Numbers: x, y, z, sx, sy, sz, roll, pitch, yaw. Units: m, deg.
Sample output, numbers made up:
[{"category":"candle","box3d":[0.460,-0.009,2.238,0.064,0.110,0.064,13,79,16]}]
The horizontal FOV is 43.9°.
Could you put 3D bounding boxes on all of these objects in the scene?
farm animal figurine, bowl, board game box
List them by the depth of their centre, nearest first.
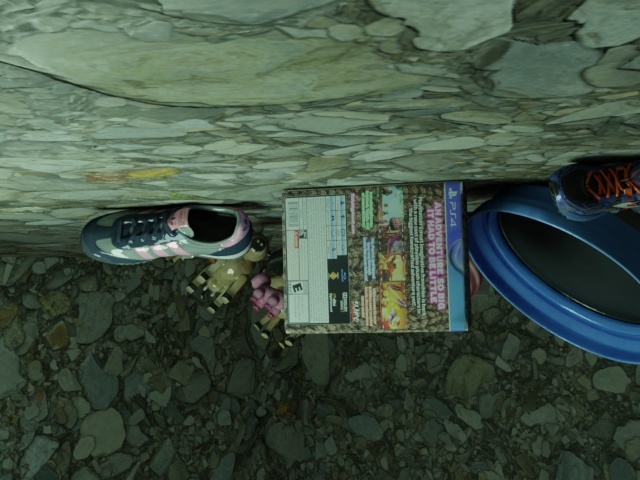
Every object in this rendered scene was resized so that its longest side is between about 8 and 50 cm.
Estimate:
[{"category":"board game box","box3d":[0.095,0.031,1.300,0.291,0.232,0.141,-2,177,13]},{"category":"bowl","box3d":[0.422,0.055,1.329,0.391,0.077,0.391,36,164,12]},{"category":"farm animal figurine","box3d":[-0.162,0.068,1.751,0.327,0.330,0.172,-7,-144,52]}]

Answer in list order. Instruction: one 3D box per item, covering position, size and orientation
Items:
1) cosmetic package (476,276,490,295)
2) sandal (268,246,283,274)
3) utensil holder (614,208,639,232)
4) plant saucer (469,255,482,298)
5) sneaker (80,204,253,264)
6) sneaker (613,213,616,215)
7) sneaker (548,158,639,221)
[{"category":"cosmetic package","box3d":[0.353,0.050,2.039,0.151,0.151,0.184,20,-173,29]},{"category":"sandal","box3d":[0.003,0.000,1.784,0.168,0.107,0.446,17,159,-13]},{"category":"utensil holder","box3d":[0.722,0.059,1.364,0.328,0.327,0.385,0,179,-25]},{"category":"plant saucer","box3d":[0.200,0.072,1.820,0.332,0.084,0.332,17,149,10]},{"category":"sneaker","box3d":[-0.283,-0.026,1.456,0.319,0.112,0.131,-4,160,-8]},{"category":"sneaker","box3d":[0.723,-0.043,1.866,0.158,0.061,0.065,5,-140,38]},{"category":"sneaker","box3d":[0.400,-0.078,1.043,0.221,0.083,0.087,-6,165,-17]}]
